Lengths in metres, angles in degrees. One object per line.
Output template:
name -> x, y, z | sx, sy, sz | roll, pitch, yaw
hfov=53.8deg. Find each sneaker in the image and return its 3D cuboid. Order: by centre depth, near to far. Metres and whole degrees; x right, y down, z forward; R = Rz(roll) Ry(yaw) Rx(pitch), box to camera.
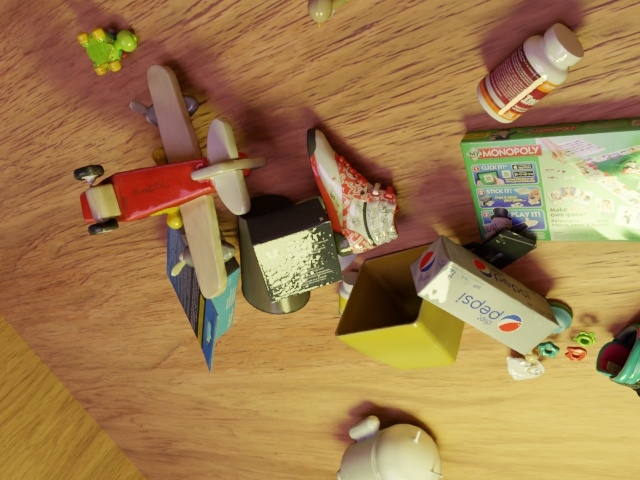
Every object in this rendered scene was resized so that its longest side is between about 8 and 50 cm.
sneaker -> 0.618, 0.270, 1.202 | 0.178, 0.124, 0.295 | 10, 123, 20
sneaker -> 0.072, -0.111, 1.269 | 0.145, 0.090, 0.270 | -16, 98, 9

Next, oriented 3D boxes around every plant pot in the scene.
plant pot -> 0.192, 0.161, 1.341 | 0.212, 0.212, 0.187 | -16, 127, 40

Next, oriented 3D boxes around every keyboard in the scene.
keyboard -> 0.321, 0.020, 1.207 | 0.108, 0.023, 0.180 | 16, 155, -9

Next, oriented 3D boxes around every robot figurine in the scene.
robot figurine -> 0.191, 0.623, 1.728 | 0.300, 0.200, 0.353 | 54, 137, 6

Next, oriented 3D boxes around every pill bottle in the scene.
pill bottle -> 0.322, -0.257, 0.970 | 0.086, 0.086, 0.152 | 43, 137, -6
pill bottle -> 0.075, 0.131, 1.479 | 0.065, 0.065, 0.116 | 17, 133, 20

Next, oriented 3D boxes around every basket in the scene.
basket -> -0.113, 0.024, 1.446 | 0.204, 0.154, 0.227 | 41, 144, 47

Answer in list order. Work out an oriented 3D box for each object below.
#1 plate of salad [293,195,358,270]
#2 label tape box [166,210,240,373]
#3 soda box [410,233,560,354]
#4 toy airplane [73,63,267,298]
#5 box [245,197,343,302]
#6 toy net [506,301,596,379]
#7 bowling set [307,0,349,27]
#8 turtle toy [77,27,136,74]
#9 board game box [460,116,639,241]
plate of salad -> 0.000, 0.000, 1.354 | 0.200, 0.048, 0.200 | -6, 117, -12
label tape box -> -0.273, 0.114, 1.538 | 0.333, 0.106, 0.240 | 57, 148, 33
soda box -> 0.313, 0.107, 1.205 | 0.286, 0.091, 0.098 | 29, 119, -21
toy airplane -> -0.287, -0.125, 1.346 | 0.384, 0.272, 0.386 | 32, 102, 9
box -> -0.051, 0.020, 1.260 | 0.156, 0.093, 0.158 | -17, 129, -5
toy net -> 0.476, 0.227, 1.322 | 0.122, 0.045, 0.232 | 27, 138, 8
bowling set -> -0.028, -0.486, 0.949 | 0.200, 0.154, 0.287 | 25, 135, 12
turtle toy -> -0.449, -0.414, 1.347 | 0.130, 0.066, 0.095 | -2, 125, 33
board game box -> 0.417, -0.095, 1.079 | 0.317, 0.046, 0.213 | 1, 126, 32
